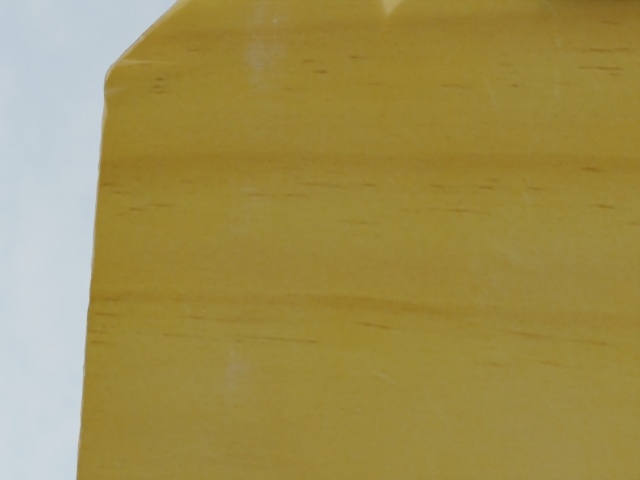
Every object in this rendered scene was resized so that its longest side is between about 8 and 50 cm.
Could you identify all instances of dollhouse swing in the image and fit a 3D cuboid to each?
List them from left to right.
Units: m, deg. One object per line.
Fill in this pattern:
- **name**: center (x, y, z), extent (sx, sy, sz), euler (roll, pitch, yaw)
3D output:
- **dollhouse swing**: center (0.099, 0.056, 0.628), extent (0.305, 0.346, 0.315), euler (-5, -15, 23)
